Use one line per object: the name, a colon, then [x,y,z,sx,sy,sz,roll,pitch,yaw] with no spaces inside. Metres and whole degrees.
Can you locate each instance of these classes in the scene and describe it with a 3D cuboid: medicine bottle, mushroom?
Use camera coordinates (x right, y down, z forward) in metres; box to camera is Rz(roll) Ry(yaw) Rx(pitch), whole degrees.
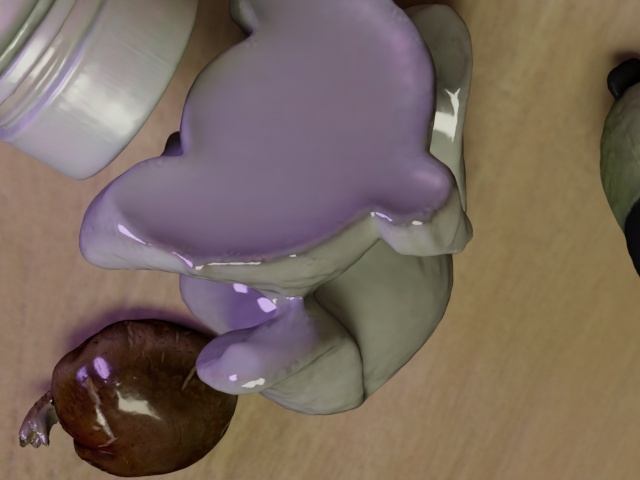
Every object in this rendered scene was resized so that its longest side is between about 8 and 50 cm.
medicine bottle: [-0.218,-0.163,0.860,0.293,0.170,0.170,32,128,-23]
mushroom: [-0.146,0.124,1.189,0.170,0.080,0.135,-18,119,16]

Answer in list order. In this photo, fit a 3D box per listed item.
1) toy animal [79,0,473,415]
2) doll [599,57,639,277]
toy animal: [0.000,0.000,0.968,0.206,0.272,0.265,21,153,17]
doll: [0.243,-0.005,0.945,0.135,0.234,0.143,18,130,-33]
